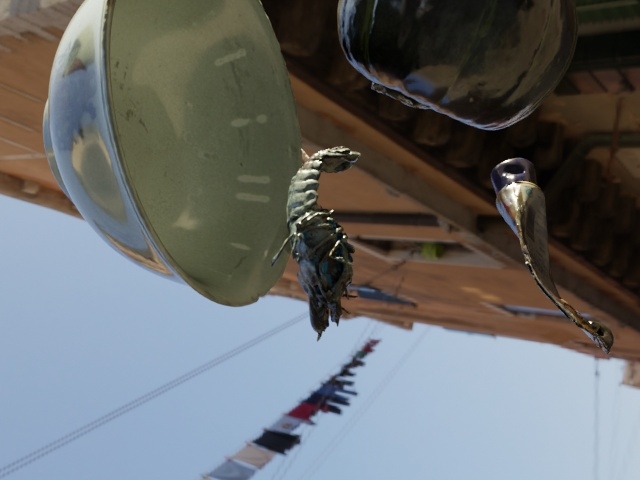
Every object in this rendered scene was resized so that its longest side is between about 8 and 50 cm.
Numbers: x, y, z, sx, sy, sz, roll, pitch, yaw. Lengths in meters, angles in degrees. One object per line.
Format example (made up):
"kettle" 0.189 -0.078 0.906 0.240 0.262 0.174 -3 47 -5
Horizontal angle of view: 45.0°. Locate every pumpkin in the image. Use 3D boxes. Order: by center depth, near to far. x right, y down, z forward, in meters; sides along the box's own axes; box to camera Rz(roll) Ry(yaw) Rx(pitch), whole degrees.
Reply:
"pumpkin" 0.180 -0.287 1.029 0.323 0.323 0.241 6 -71 -50

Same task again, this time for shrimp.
"shrimp" -0.005 -0.001 0.682 0.082 0.076 0.174 107 166 -67

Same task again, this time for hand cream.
"hand cream" 0.163 0.008 0.564 0.062 0.039 0.163 40 -151 -45

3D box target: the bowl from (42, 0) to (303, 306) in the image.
"bowl" -0.195 -0.128 0.927 0.435 0.196 0.434 -8 -90 -68

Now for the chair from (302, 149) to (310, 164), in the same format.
"chair" -0.162 -0.200 1.245 0.183 0.326 0.175 -29 -45 -3
